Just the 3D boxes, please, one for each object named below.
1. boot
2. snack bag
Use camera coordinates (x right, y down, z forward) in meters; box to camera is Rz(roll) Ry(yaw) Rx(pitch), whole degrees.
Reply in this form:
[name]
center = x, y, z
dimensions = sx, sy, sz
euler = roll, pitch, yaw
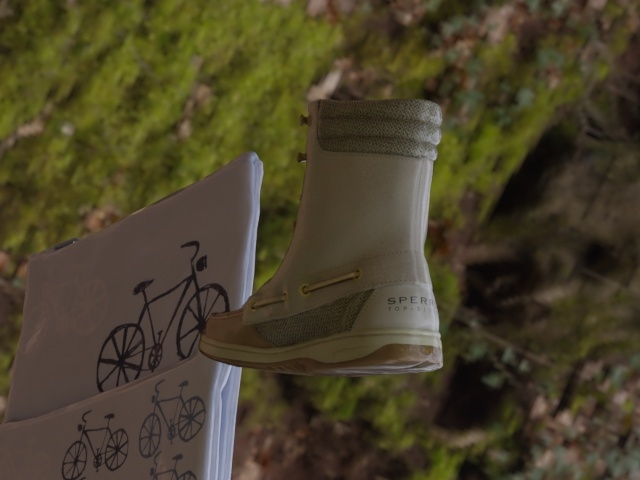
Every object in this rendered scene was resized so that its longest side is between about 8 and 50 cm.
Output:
[boot]
center = 0.000, 0.000, 0.953
dimensions = 0.213, 0.077, 0.165
euler = -8, -102, 55
[snack bag]
center = -0.158, 0.117, 1.150
dimensions = 0.323, 0.037, 0.342
euler = -22, -127, 45
